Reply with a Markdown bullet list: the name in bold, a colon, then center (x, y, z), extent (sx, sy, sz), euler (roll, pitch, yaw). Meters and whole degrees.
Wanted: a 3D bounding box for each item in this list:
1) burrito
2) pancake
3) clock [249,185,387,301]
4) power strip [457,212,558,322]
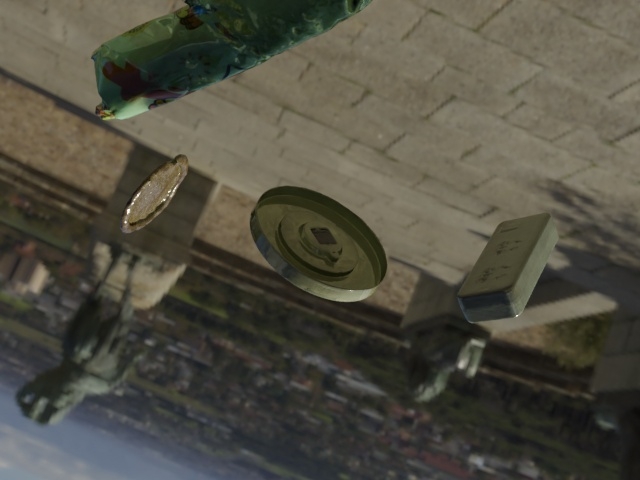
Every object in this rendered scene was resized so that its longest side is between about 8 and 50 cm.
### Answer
- **burrito**: center (-0.083, -0.191, 0.902), extent (0.288, 0.054, 0.104), euler (-20, 113, 18)
- **pancake**: center (-0.315, -0.089, 2.045), extent (0.021, 0.199, 0.199), euler (40, 167, 8)
- **clock**: center (0.000, 0.000, 1.674), extent (0.235, 0.235, 0.029), euler (25, 125, -13)
- **power strip**: center (0.297, 0.026, 1.640), extent (0.093, 0.288, 0.053), euler (-13, 113, 33)
